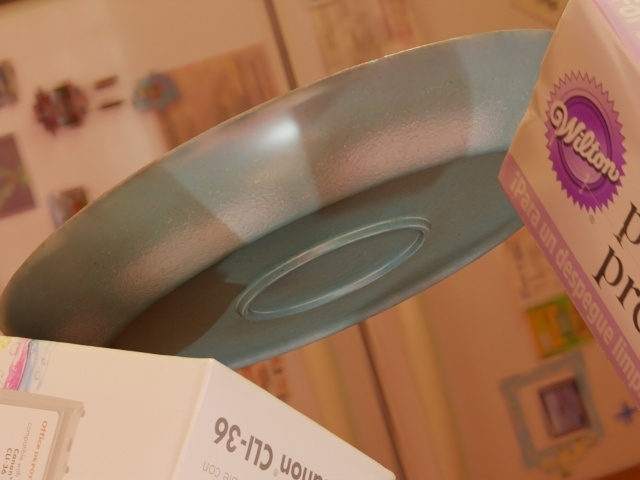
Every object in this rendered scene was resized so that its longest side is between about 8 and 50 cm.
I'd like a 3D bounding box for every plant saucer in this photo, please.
[{"bbox_3d":[0.000,0.000,0.788,0.317,0.317,0.044,96,151,-72],"label":"plant saucer"}]

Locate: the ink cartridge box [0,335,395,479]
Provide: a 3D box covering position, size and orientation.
[{"bbox_3d":[-0.058,0.079,0.498,0.115,0.198,0.067,39,-118,-52],"label":"ink cartridge box"}]

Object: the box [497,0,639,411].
[{"bbox_3d":[0.135,0.081,0.270,0.063,0.067,0.324,107,145,-48],"label":"box"}]
